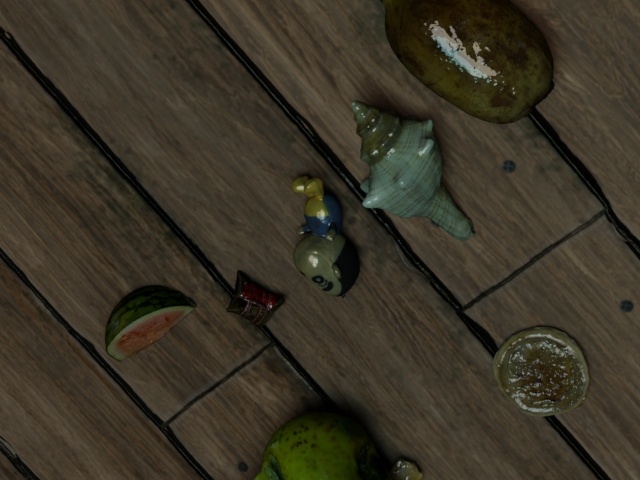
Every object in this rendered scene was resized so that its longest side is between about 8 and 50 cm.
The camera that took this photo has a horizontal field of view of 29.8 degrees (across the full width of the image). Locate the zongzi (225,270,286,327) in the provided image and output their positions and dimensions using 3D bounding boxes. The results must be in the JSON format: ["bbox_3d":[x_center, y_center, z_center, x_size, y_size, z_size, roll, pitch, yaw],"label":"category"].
[{"bbox_3d":[-0.106,0.092,1.719,0.083,0.073,0.067,43,132,-3],"label":"zongzi"}]

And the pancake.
[{"bbox_3d":[0.306,0.185,1.676,0.140,0.022,0.139,5,111,13],"label":"pancake"}]

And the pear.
[{"bbox_3d":[0.003,0.385,1.709,0.238,0.164,0.255,45,118,32],"label":"pear"}]

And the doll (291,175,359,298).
[{"bbox_3d":[0.000,0.000,1.653,0.089,0.102,0.179,-27,104,-18],"label":"doll"}]

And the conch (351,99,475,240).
[{"bbox_3d":[0.100,-0.083,1.583,0.137,0.114,0.233,-3,116,29],"label":"conch"}]

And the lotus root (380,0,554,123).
[{"bbox_3d":[0.173,-0.250,1.490,0.260,0.128,0.145,38,101,-7],"label":"lotus root"}]

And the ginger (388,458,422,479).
[{"bbox_3d":[0.088,0.393,1.790,0.096,0.067,0.165,19,100,9],"label":"ginger"}]

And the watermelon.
[{"bbox_3d":[-0.274,0.111,1.785,0.163,0.087,0.069,-35,61,21],"label":"watermelon"}]
